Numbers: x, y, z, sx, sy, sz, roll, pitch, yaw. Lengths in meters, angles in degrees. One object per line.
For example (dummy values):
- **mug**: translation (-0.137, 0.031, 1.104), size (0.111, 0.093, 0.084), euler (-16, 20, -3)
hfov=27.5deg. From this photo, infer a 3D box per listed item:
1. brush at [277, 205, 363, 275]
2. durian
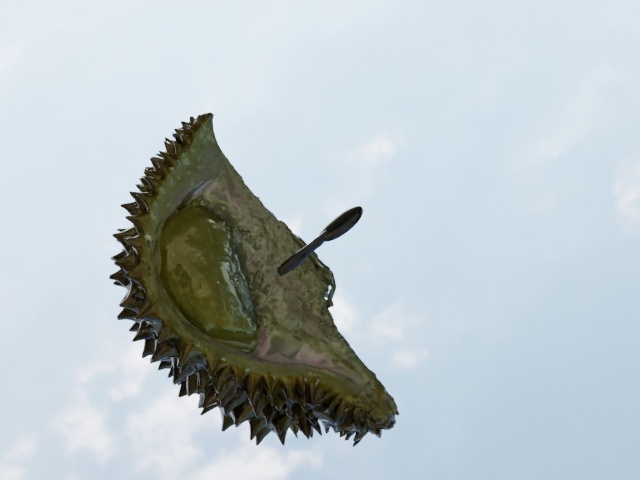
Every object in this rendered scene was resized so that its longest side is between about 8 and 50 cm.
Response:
- **brush**: translation (0.000, 0.000, 0.996), size (0.083, 0.008, 0.024), euler (-39, -144, -13)
- **durian**: translation (-0.066, 0.062, 1.073), size (0.166, 0.172, 0.306), euler (-38, -105, -8)
